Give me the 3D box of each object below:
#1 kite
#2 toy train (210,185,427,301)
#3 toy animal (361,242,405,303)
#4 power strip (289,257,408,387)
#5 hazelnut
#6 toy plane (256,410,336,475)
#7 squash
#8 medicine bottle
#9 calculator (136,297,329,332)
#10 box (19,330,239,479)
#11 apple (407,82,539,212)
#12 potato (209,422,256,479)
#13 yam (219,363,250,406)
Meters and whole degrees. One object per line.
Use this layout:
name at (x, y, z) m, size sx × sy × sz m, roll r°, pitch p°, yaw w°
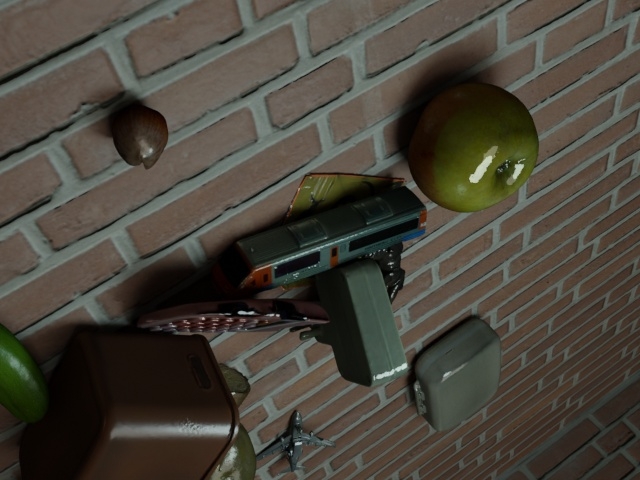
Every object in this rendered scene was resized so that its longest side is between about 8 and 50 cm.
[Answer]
kite at (0.038, -0.022, 1.512) m, size 0.327 × 0.013 × 0.377 m, roll -37°, pitch 145°, yaw -8°
toy train at (0.000, 0.000, 1.409) m, size 0.409 × 0.086 × 0.089 m, roll -18°, pitch 136°, yaw -21°
toy animal at (0.134, 0.079, 1.646) m, size 0.148 × 0.084 × 0.233 m, roll -46°, pitch 147°, yaw -6°
power strip at (0.038, 0.158, 1.515) m, size 0.141 × 0.230 × 0.261 m, roll -16°, pitch -176°, yaw -20°
hazelnut at (-0.243, -0.139, 1.054) m, size 0.086 × 0.086 × 0.086 m, roll -26°, pitch 143°, yaw -22°
toy plane at (-0.063, 0.510, 1.955) m, size 0.225 × 0.058 × 0.226 m, roll -7°, pitch 135°, yaw -18°
squash at (-0.479, 0.188, 1.177) m, size 0.082 × 0.082 × 0.292 m, roll -31°, pitch 146°, yaw -15°
medicine bottle at (0.390, 0.386, 2.201) m, size 0.282 × 0.123 × 0.375 m, roll -34°, pitch 144°, yaw -14°
calculator at (-0.157, 0.132, 1.364) m, size 0.329 × 0.048 × 0.220 m, roll 5°, pitch 167°, yaw -43°
box at (-0.335, 0.334, 1.323) m, size 0.229 × 0.239 × 0.339 m, roll 12°, pitch 122°, yaw -39°
apple at (0.278, -0.166, 1.427) m, size 0.260 × 0.194 × 0.261 m, roll -26°, pitch 142°, yaw -23°
potato at (-0.225, 0.498, 1.708) m, size 0.178 × 0.160 × 0.235 m, roll -22°, pitch 133°, yaw -66°
yam at (-0.249, 0.355, 1.546) m, size 0.129 × 0.128 × 0.238 m, roll 29°, pitch 103°, yaw -19°
